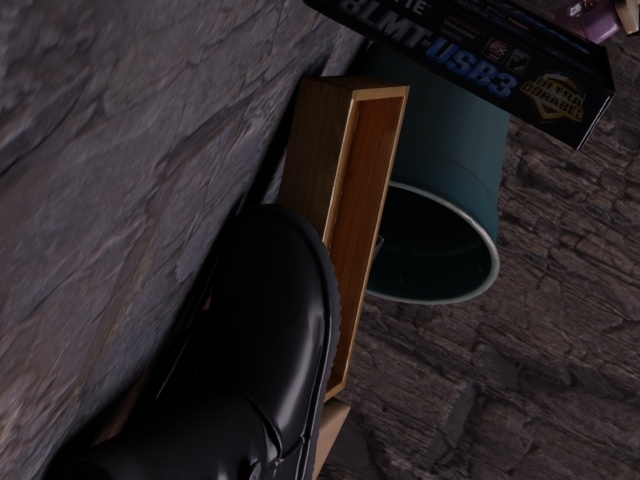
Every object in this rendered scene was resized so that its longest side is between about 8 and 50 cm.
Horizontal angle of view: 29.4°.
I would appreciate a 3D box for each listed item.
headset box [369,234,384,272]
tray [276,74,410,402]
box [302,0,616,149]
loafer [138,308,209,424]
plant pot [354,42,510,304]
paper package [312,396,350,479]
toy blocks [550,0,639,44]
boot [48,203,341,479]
[{"bbox_3d":[-0.043,0.101,1.789,0.246,0.131,0.283,-51,169,-29],"label":"headset box"},{"bbox_3d":[0.003,0.006,1.494,0.203,0.076,0.410,-21,126,-67],"label":"tray"},{"bbox_3d":[0.149,-0.214,1.233,0.073,0.296,0.293,-63,177,21],"label":"box"},{"bbox_3d":[-0.172,0.194,1.434,0.096,0.084,0.267,-11,-145,37],"label":"loafer"},{"bbox_3d":[0.144,-0.128,1.906,0.341,0.341,0.334,111,-3,-60],"label":"plant pot"},{"bbox_3d":[-0.136,0.410,2.130,0.325,0.168,0.309,-33,155,-48],"label":"paper package"},{"bbox_3d":[0.228,-0.401,1.526,0.260,0.309,0.288,-18,-148,26],"label":"toy blocks"},{"bbox_3d":[-0.132,0.172,1.211,0.445,0.146,0.366,-21,111,-63],"label":"boot"}]
